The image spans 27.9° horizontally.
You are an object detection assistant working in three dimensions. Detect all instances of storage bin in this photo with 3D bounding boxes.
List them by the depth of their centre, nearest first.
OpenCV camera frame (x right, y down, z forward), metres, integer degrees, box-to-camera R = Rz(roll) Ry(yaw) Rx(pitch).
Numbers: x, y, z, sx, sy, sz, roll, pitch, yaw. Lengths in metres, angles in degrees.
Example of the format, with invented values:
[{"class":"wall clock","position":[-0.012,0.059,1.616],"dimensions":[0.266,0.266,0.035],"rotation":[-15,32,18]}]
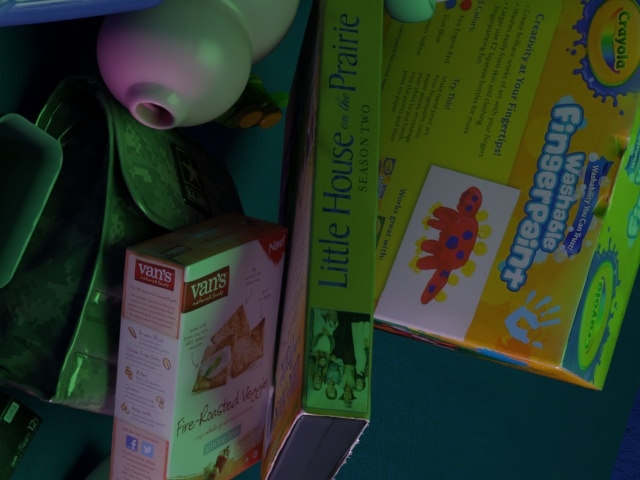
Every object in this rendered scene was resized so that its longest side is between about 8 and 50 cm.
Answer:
[{"class":"storage bin","position":[-0.293,-0.041,1.054],"dimensions":[0.098,0.091,0.135],"rotation":[38,69,-55]}]

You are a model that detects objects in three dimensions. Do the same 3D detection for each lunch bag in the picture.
[{"class":"lunch bag","position":[-0.181,0.013,1.178],"dimensions":[0.235,0.169,0.287],"rotation":[32,71,-61]}]

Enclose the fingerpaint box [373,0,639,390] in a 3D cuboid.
[{"class":"fingerpaint box","position":[0.211,-0.085,1.557],"dimensions":[0.163,0.371,0.445],"rotation":[29,76,-57]}]

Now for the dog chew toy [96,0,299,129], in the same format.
[{"class":"dog chew toy","position":[-0.101,-0.242,1.128],"dimensions":[0.206,0.206,0.332],"rotation":[56,40,-49]}]

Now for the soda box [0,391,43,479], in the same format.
[{"class":"soda box","position":[-0.319,0.213,1.137],"dimensions":[0.169,0.060,0.053],"rotation":[-63,147,-22]}]

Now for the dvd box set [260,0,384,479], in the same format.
[{"class":"dvd box set","position":[0.000,0.000,1.182],"dimensions":[0.307,0.062,0.420],"rotation":[109,-15,-65]}]

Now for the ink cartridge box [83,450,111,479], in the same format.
[{"class":"ink cartridge box","position":[-0.258,0.445,1.332],"dimensions":[0.385,0.091,0.308],"rotation":[-45,139,-15]}]

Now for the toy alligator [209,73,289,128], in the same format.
[{"class":"toy alligator","position":[-0.098,-0.141,1.359],"dimensions":[0.051,0.056,0.189],"rotation":[-43,160,27]}]

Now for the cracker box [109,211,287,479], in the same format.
[{"class":"cracker box","position":[-0.105,0.104,1.114],"dimensions":[0.156,0.067,0.232],"rotation":[-23,124,-57]}]

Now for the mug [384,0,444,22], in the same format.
[{"class":"mug","position":[0.091,-0.388,1.314],"dimensions":[0.328,0.276,0.374],"rotation":[77,16,-49]}]

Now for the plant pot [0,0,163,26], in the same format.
[{"class":"plant pot","position":[-0.239,-0.268,0.939],"dimensions":[0.236,0.212,0.236],"rotation":[-22,119,-53]}]
